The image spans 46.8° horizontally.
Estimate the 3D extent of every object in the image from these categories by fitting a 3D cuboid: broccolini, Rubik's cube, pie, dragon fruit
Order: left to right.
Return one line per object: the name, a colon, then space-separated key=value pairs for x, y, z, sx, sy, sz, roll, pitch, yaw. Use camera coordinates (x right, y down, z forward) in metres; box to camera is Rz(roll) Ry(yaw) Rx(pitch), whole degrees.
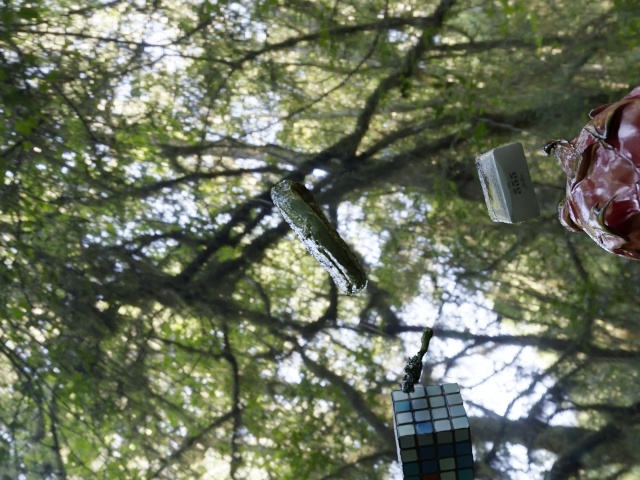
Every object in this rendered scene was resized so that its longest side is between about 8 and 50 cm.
pie: x=0.000 y=0.000 z=1.472 sx=0.078 sy=0.277 sz=0.277 roll=-36 pitch=-45 yaw=5
broccolini: x=0.215 y=0.255 z=1.661 sx=0.057 sy=0.071 sz=0.254 roll=53 pitch=-157 yaw=-9
Rubik's cube: x=0.239 y=0.417 z=1.589 sx=0.154 sy=0.155 sz=0.151 roll=-8 pitch=-64 yaw=2
dragon fruit: x=0.241 y=-0.042 z=0.540 sx=0.133 sy=0.136 sz=0.166 roll=65 pitch=-164 yaw=-10

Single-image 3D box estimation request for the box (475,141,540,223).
box: x=0.411 y=-0.125 z=1.644 sx=0.259 sy=0.071 sz=0.168 roll=-32 pitch=-73 yaw=-87
